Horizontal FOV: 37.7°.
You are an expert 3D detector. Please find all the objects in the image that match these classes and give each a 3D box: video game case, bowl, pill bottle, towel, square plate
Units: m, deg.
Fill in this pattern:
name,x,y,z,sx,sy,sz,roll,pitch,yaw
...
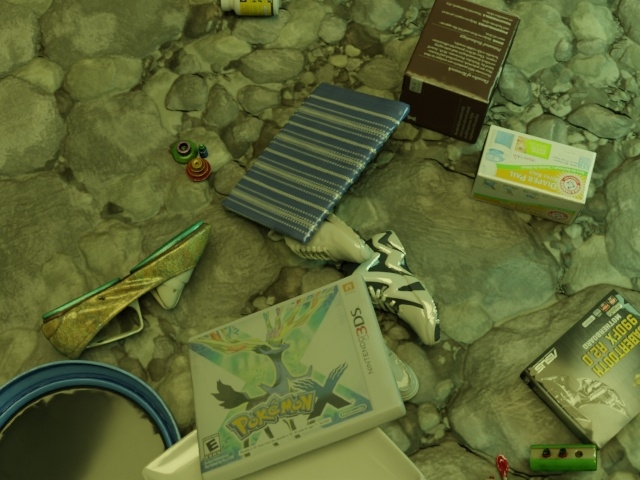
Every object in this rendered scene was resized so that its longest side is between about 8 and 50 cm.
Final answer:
name,x,y,z,sx,sy,sz,roll,pitch,yaw
video game case,-0.052,0.217,1.526,0.329,0.036,0.300,-22,42,6
bowl,-0.417,0.398,1.568,0.391,0.077,0.391,0,68,0
pill bottle,-0.144,-0.495,1.927,0.116,0.065,0.065,0,68,1
towel,-0.008,-0.152,1.748,0.243,0.040,0.336,22,68,43
square plate,-0.065,0.369,1.444,0.344,0.049,0.347,-35,42,-11

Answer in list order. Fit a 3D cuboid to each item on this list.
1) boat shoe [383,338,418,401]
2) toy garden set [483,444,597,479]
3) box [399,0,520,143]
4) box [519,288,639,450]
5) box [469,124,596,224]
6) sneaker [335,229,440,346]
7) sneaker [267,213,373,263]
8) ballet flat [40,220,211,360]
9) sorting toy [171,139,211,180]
name,x,y,z,sx,sy,sz,roll,pitch,yaw
boat shoe,0.077,0.195,1.642,0.227,0.081,0.079,39,74,15
toy garden set,0.338,0.432,1.513,0.204,0.049,0.244,-6,47,22
box,0.263,-0.330,1.803,0.167,0.168,0.203,20,70,7
box,0.495,0.226,1.641,0.231,0.056,0.183,-38,72,-13
box,0.395,-0.121,1.754,0.203,0.103,0.114,15,69,6
sneaker,0.106,0.105,1.672,0.153,0.094,0.235,-23,70,-7
sneaker,0.000,0.000,1.688,0.095,0.090,0.235,-48,41,-12
ballet flat,-0.325,0.096,1.678,0.348,0.123,0.123,-32,72,-12
sorting toy,-0.246,-0.163,1.808,0.061,0.042,0.102,-35,72,-13
